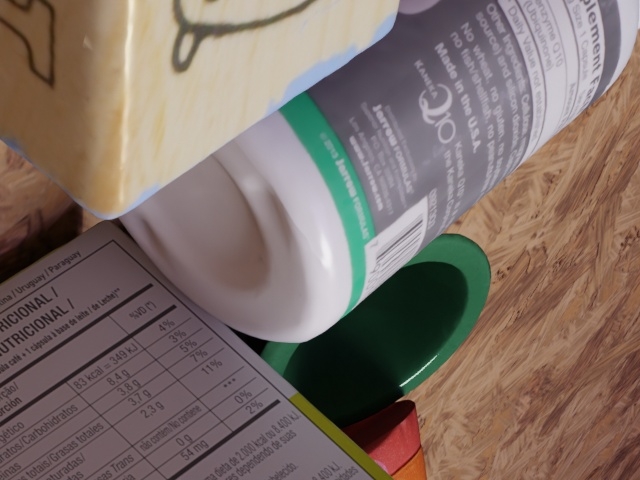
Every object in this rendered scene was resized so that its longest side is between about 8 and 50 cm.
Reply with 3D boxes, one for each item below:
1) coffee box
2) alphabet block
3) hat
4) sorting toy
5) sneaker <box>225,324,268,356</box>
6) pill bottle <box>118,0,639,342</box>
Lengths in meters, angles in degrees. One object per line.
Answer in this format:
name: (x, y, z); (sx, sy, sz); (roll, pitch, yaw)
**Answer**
coffee box: (-0.150, 0.263, 1.057); (0.338, 0.334, 0.338); (-35, 154, -31)
alphabet block: (-0.081, -0.167, 0.738); (0.192, 0.193, 0.197); (-39, 154, -33)
hat: (0.000, 0.000, 1.214); (0.208, 0.183, 0.173); (-27, 146, -16)
sorting toy: (-0.010, 0.214, 1.320); (0.127, 0.126, 0.365); (-34, -177, -28)
sneaker: (-0.062, 0.064, 1.246); (0.130, 0.109, 0.286); (-51, 164, -29)
pill bottle: (0.051, -0.122, 1.042); (0.361, 0.204, 0.204); (-40, 155, -28)
